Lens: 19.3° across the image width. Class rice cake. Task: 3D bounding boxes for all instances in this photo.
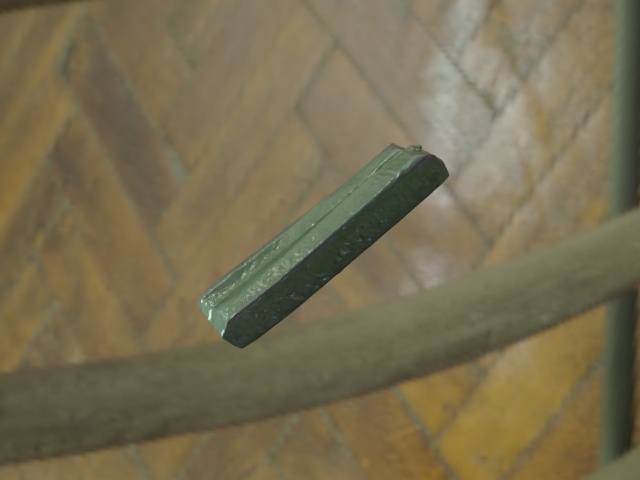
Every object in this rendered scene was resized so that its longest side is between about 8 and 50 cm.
[{"bbox_3d":[0.001,-0.001,1.493,0.222,0.042,0.080,-40,23,-4],"label":"rice cake"}]
